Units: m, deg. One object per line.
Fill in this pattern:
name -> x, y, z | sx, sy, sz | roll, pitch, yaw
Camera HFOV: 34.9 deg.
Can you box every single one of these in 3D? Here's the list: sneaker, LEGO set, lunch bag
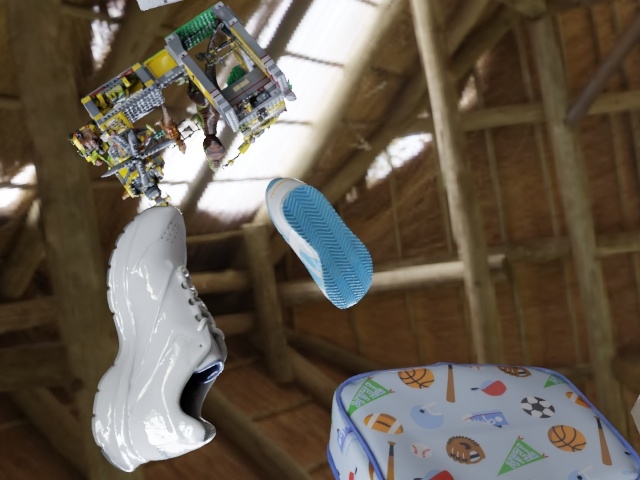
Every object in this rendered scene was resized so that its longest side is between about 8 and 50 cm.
sneaker -> -0.160, 0.099, 1.103 | 0.111, 0.129, 0.297 | 43, -139, -60
LEGO set -> -0.163, -0.154, 1.430 | 0.192, 0.331, 0.255 | 51, 164, 26
sneaker -> 0.000, 0.000, 1.462 | 0.087, 0.092, 0.228 | -37, -58, -12
lunch bag -> 0.159, 0.233, 1.039 | 0.243, 0.304, 0.114 | -123, 35, -55

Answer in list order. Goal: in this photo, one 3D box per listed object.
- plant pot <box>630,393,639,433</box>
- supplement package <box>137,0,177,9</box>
plant pot -> 0.211, 0.064, 0.448 | 0.109, 0.109, 0.096 | -29, -43, -78
supplement package -> -0.158, -0.399, 1.040 | 0.204, 0.145, 0.261 | 172, 83, -86
